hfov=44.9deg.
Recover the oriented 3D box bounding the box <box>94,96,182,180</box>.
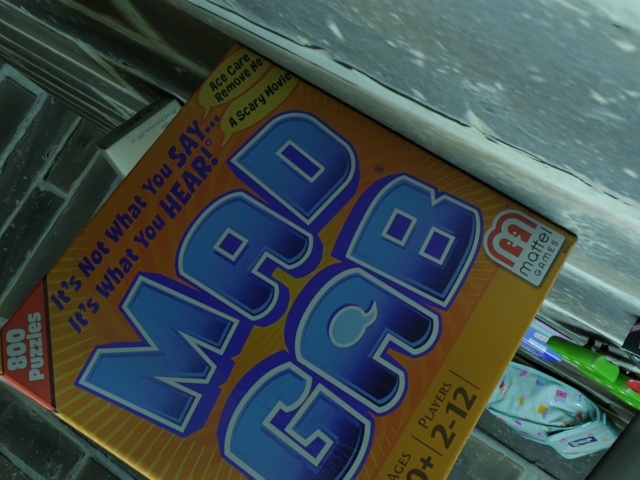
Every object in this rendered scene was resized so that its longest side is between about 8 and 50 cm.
[{"bbox_3d":[-0.224,-0.076,1.320,0.311,0.148,0.121,55,167,-24],"label":"box"}]

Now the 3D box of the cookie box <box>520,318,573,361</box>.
[{"bbox_3d":[0.339,0.153,1.234,0.092,0.040,0.107,32,176,5],"label":"cookie box"}]

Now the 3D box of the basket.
[{"bbox_3d":[0.574,0.421,1.365,0.204,0.226,0.154,34,175,-13],"label":"basket"}]

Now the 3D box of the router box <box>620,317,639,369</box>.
[{"bbox_3d":[0.375,0.133,0.801,0.092,0.038,0.122,29,175,43],"label":"router box"}]

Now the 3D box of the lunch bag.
[{"bbox_3d":[0.560,0.411,1.831,0.262,0.160,0.223,14,161,39],"label":"lunch bag"}]

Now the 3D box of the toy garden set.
[{"bbox_3d":[0.452,0.205,1.030,0.244,0.049,0.204,34,177,-19],"label":"toy garden set"}]

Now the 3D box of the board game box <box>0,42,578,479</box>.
[{"bbox_3d":[-0.032,0.106,0.786,0.357,0.356,0.356,32,161,8],"label":"board game box"}]
